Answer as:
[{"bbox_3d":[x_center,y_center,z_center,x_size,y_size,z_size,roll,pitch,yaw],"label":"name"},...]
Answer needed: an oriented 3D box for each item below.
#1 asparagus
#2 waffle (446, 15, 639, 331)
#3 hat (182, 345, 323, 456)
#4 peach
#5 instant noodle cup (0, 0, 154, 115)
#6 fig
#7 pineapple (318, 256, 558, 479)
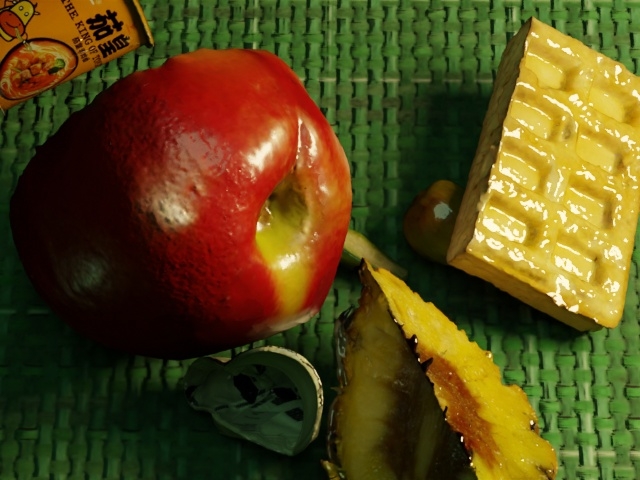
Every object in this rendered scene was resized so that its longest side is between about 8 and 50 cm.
[{"bbox_3d":[0.000,0.000,1.681,0.178,0.041,0.045,18,70,9],"label":"asparagus"},{"bbox_3d":[0.221,-0.059,1.668,0.168,0.057,0.274,26,61,-18],"label":"waffle"},{"bbox_3d":[-0.044,0.126,1.554,0.081,0.166,0.122,-37,85,-28],"label":"hat"},{"bbox_3d":[-0.134,-0.038,1.564,0.338,0.281,0.281,13,55,48],"label":"peach"},{"bbox_3d":[-0.285,-0.235,1.731,0.172,0.216,0.216,-33,65,-7],"label":"instant noodle cup"},{"bbox_3d":[0.119,-0.010,1.671,0.074,0.074,0.088,-41,91,-20],"label":"fig"},{"bbox_3d":[0.108,0.191,1.534,0.158,0.161,0.334,-51,48,17],"label":"pineapple"}]
